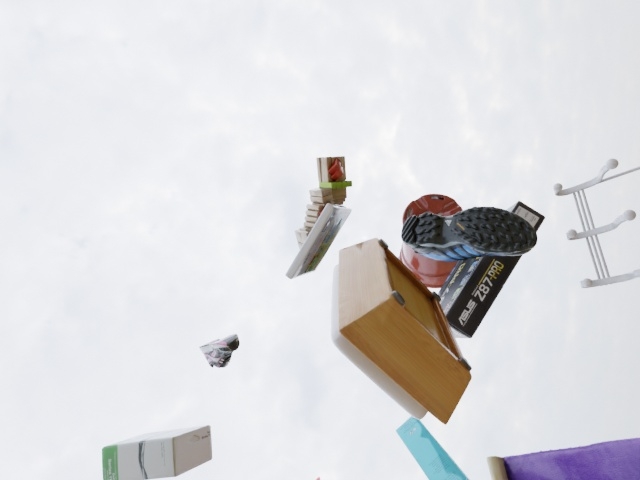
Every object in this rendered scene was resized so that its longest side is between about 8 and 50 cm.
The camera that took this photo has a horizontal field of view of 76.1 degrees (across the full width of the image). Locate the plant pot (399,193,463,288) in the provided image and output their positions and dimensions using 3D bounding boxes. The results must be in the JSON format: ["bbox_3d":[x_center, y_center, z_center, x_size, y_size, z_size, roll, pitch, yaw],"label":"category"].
[{"bbox_3d":[0.404,-0.010,1.458,0.272,0.272,0.265,-61,-29,-24],"label":"plant pot"}]

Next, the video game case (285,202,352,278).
[{"bbox_3d":[0.000,0.000,1.156,0.227,0.026,0.206,-59,-14,11],"label":"video game case"}]

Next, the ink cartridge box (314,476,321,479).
[{"bbox_3d":[-0.097,0.661,0.872,0.296,0.261,0.066,-41,-81,-12],"label":"ink cartridge box"}]

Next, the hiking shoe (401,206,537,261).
[{"bbox_3d":[0.352,-0.007,0.975,0.132,0.304,0.113,39,-116,-48],"label":"hiking shoe"}]

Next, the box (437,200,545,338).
[{"bbox_3d":[0.463,0.103,1.213,0.395,0.097,0.318,-55,-10,-9],"label":"box"}]

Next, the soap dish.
[{"bbox_3d":[0.129,0.130,0.704,0.229,0.118,0.291,44,-163,-13],"label":"soap dish"}]

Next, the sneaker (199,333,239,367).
[{"bbox_3d":[-0.263,0.305,1.110,0.072,0.178,0.077,-20,-95,-37],"label":"sneaker"}]

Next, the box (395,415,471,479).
[{"bbox_3d":[0.240,0.452,0.809,0.060,0.244,0.100,-40,-79,-5],"label":"box"}]

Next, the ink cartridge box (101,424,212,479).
[{"bbox_3d":[-0.393,0.519,0.999,0.153,0.208,0.087,32,-135,-66],"label":"ink cartridge box"}]

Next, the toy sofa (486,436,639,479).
[{"bbox_3d":[0.523,0.482,0.799,0.177,0.362,0.150,30,-137,-38],"label":"toy sofa"}]

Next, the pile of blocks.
[{"bbox_3d":[0.032,-0.117,1.365,0.148,0.112,0.362,17,-91,-32],"label":"pile of blocks"}]

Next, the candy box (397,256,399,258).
[{"bbox_3d":[0.280,0.231,1.751,0.122,0.317,0.268,36,-129,-7],"label":"candy box"}]

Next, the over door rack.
[{"bbox_3d":[0.650,-0.053,0.786,0.108,0.324,0.240,13,-114,-49],"label":"over door rack"}]
